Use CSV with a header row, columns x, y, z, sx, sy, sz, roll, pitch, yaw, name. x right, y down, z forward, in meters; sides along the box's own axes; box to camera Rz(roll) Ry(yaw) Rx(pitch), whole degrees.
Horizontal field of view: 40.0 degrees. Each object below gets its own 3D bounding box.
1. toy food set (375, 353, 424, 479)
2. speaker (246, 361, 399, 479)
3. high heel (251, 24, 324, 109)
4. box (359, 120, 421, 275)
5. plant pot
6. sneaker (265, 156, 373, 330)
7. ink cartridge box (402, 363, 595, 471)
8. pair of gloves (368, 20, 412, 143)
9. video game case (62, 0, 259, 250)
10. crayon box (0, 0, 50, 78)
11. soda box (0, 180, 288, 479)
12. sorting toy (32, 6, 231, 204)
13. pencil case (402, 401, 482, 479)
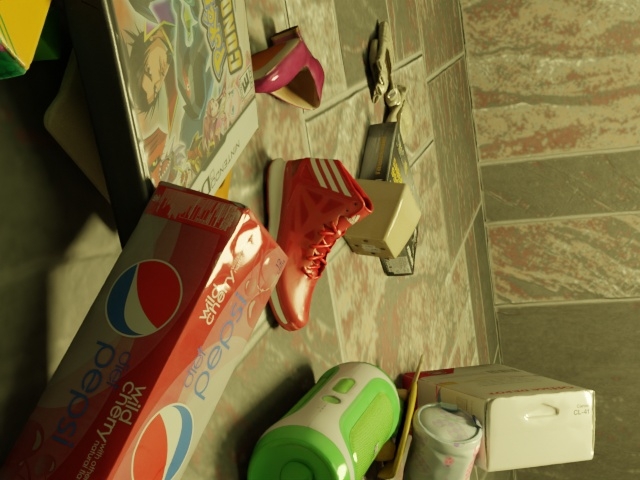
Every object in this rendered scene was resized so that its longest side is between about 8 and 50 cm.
x,y,z,sx,sy,sz,roll,pitch,yaw,name
0.115,0.299,1.492,0.218,0.071,0.128,-69,173,-49,toy food set
0.013,0.242,1.082,0.296,0.131,0.131,-27,111,-71,speaker
-0.040,-0.191,1.099,0.244,0.082,0.117,-83,153,-68,high heel
0.133,-0.075,1.636,0.183,0.056,0.231,-76,155,-43,box
0.092,-0.031,1.437,0.109,0.109,0.096,56,46,-57,plant pot
0.000,0.000,1.093,0.087,0.128,0.221,8,78,-72,sneaker
0.316,0.316,1.612,0.306,0.226,0.131,-174,-97,-69,ink cartridge box
0.143,-0.291,1.745,0.204,0.042,0.240,-70,151,-53,pair of gloves
-0.115,-0.151,0.713,0.248,0.035,0.274,-66,158,-50,video game case
-0.225,-0.255,0.541,0.165,0.081,0.278,58,32,-56,crayon box
-0.124,0.095,0.632,0.263,0.083,0.092,-64,151,-19,soda box
-0.166,-0.124,0.753,0.347,0.047,0.196,61,34,-53,sorting toy
0.188,0.409,1.482,0.124,0.114,0.273,-109,-154,-66,pencil case
